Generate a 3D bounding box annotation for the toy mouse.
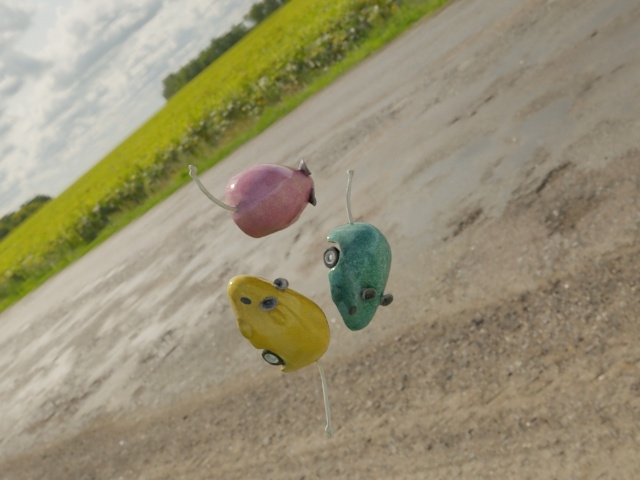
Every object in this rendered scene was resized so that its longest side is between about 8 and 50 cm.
[{"bbox_3d":[0.000,0.000,0.463,0.031,0.161,0.143,-19,26,44],"label":"toy mouse"}]
